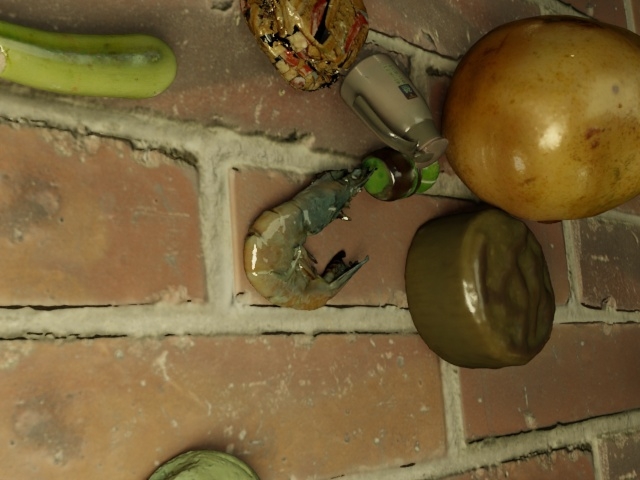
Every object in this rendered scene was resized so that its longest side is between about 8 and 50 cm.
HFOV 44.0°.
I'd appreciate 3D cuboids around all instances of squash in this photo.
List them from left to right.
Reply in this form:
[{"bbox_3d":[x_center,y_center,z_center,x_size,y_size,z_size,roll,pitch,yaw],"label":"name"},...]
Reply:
[{"bbox_3d":[-0.284,-0.216,0.951,0.250,0.083,0.083,-4,83,-42],"label":"squash"}]

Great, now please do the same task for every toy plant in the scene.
[{"bbox_3d":[0.142,-0.120,1.334,0.162,0.092,0.093,-18,93,-45],"label":"toy plant"}]

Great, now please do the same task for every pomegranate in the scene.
[{"bbox_3d":[0.426,-0.207,1.422,0.416,0.416,0.417,12,72,-42],"label":"pomegranate"}]

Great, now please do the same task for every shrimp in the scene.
[{"bbox_3d":[0.006,0.000,1.190,0.289,0.075,0.178,-40,117,-43],"label":"shrimp"}]

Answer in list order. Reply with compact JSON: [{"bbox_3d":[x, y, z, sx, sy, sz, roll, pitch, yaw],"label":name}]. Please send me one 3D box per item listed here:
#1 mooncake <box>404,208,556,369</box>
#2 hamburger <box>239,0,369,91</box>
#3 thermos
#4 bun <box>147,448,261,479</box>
[{"bbox_3d":[0.289,0.084,1.389,0.284,0.155,0.284,14,69,-43],"label":"mooncake"},{"bbox_3d":[-0.014,-0.349,1.229,0.231,0.107,0.231,20,59,-39],"label":"hamburger"},{"bbox_3d":[0.114,-0.196,1.254,0.137,0.105,0.193,-5,52,-49],"label":"thermos"},{"bbox_3d":[-0.132,0.360,0.939,0.221,0.108,0.221,12,72,-42],"label":"bun"}]
